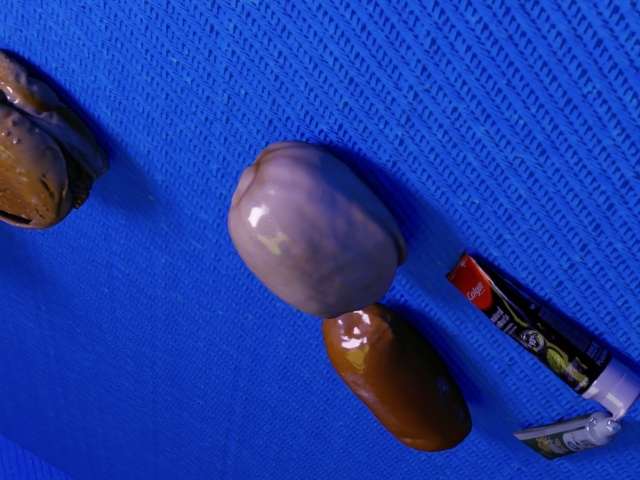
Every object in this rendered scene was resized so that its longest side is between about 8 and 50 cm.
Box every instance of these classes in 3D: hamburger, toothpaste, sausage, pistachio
[{"bbox_3d":[-0.316,-0.104,1.663,0.214,0.108,0.214,30,155,16],"label":"hamburger"},{"bbox_3d":[0.243,0.191,1.612,0.049,0.031,0.204,36,161,-5],"label":"toothpaste"},{"bbox_3d":[0.077,0.135,1.643,0.098,0.098,0.238,15,154,39],"label":"sausage"},{"bbox_3d":[0.000,0.000,1.417,0.145,0.117,0.200,9,150,36],"label":"pistachio"},{"bbox_3d":[0.191,0.081,1.435,0.193,0.045,0.071,38,159,3],"label":"toothpaste"}]
